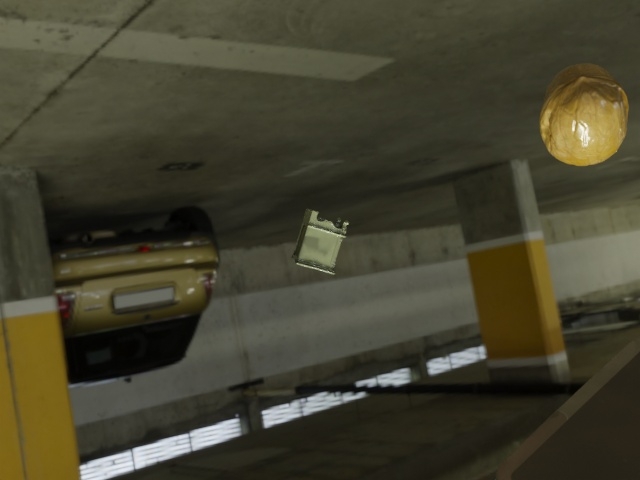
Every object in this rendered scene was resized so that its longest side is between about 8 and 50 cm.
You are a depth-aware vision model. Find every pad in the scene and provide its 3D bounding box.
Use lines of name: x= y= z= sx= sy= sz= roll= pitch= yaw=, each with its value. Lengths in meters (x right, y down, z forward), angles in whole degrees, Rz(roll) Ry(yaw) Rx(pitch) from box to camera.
pad: x=0.283 y=0.161 z=0.573 sx=0.266 sy=0.002 sz=0.176 roll=-28 pitch=-149 yaw=-32

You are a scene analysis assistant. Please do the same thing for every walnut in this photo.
walnut: x=0.564 y=-0.268 z=1.515 sx=0.193 sy=0.193 sz=0.225 roll=-11 pitch=135 yaw=9

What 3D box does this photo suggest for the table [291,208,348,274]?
table: x=0.000 y=0.000 z=1.077 sx=0.062 sy=0.083 sz=0.079 roll=16 pitch=-177 yaw=-10
